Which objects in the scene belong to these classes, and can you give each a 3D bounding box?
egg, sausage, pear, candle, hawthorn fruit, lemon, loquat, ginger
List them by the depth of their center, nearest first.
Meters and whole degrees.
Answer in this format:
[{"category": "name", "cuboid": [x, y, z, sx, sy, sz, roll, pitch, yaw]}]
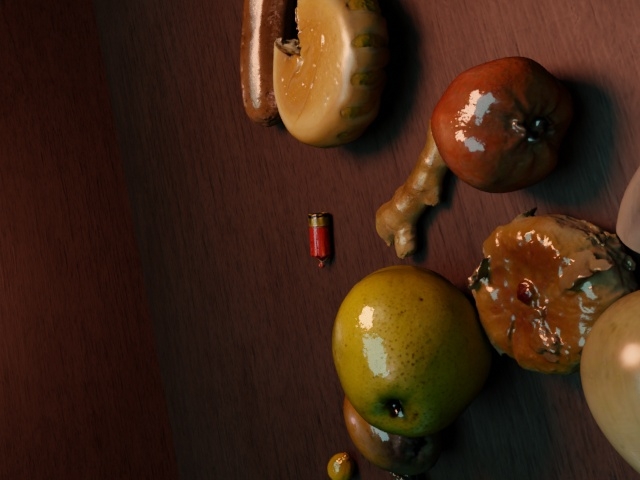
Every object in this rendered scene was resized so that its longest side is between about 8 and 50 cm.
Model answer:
[{"category": "egg", "cuboid": [0.437, 0.189, 0.672, 0.295, 0.218, 0.218, 56, 138, 15]}, {"category": "hawthorn fruit", "cuboid": [0.251, -0.181, 0.909, 0.251, 0.199, 0.199, -146, 57, -60]}, {"category": "pear", "cuboid": [0.150, 0.184, 1.015, 0.294, 0.294, 0.294, 14, 107, 53]}, {"category": "ginger", "cuboid": [0.182, -0.104, 1.109, 0.118, 0.065, 0.299, 45, 131, 30]}, {"category": "loquat", "cuboid": [0.141, 0.353, 1.160, 0.227, 0.179, 0.179, 52, 135, 44]}, {"category": "candle", "cuboid": [0.000, 0.000, 1.400, 0.052, 0.052, 0.131, 3, 100, 55]}, {"category": "lemon", "cuboid": [0.049, 0.544, 1.414, 0.065, 0.065, 0.092, 42, 132, 43]}, {"category": "sausage", "cuboid": [-0.124, -0.526, 1.420, 0.136, 0.123, 0.501, 25, 115, 48]}]

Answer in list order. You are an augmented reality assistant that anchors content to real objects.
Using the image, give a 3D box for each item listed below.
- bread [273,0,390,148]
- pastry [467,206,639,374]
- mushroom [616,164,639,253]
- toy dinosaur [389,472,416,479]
[{"category": "bread", "cuboid": [0.031, -0.345, 1.200, 0.333, 0.160, 0.333, 18, 112, 54]}, {"category": "pastry", "cuboid": [0.334, 0.084, 0.879, 0.236, 0.120, 0.257, 55, 137, 33]}, {"category": "mushroom", "cuboid": [0.467, -0.103, 0.684, 0.159, 0.122, 0.329, 18, 116, 13]}, {"category": "toy dinosaur", "cuboid": [0.198, 0.508, 1.178, 0.179, 0.087, 0.187, 13, 108, 55]}]
